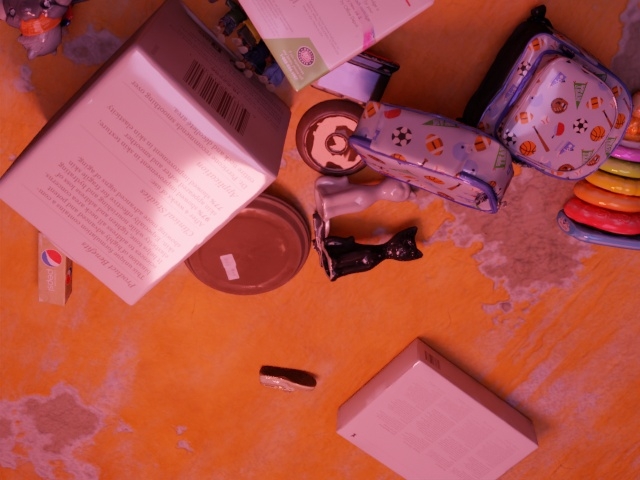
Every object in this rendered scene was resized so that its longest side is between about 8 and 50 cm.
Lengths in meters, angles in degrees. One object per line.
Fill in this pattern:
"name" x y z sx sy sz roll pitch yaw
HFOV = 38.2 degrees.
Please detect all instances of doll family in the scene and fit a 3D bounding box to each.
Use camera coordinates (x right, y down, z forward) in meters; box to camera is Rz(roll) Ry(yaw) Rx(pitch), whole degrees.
"doll family" -0.107 -0.368 1.714 0.076 0.111 0.193 2 136 45

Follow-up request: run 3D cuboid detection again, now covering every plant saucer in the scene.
"plant saucer" 0.033 -0.197 1.837 0.168 0.029 0.168 1 121 2
"plant saucer" -0.157 0.016 1.937 0.278 0.041 0.278 -3 129 -3

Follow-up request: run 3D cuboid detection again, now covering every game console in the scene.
"game console" 0.062 -0.312 1.740 0.144 0.124 0.085 18 93 -8

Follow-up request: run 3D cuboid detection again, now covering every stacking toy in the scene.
"stacking toy" 0.580 -0.142 1.783 0.166 0.175 0.302 9 109 -5

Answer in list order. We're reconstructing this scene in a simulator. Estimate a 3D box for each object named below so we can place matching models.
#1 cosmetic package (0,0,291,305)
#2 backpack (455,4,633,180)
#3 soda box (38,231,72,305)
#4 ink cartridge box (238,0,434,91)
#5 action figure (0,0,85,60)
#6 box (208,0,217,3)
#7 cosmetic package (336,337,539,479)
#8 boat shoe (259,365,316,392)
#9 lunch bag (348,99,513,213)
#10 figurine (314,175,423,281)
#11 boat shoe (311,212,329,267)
"cosmetic package" -0.312 -0.169 1.701 0.394 0.327 0.329 -38 111 21
"backpack" 0.434 -0.242 1.697 0.263 0.213 0.276 22 116 -22
"soda box" -0.572 0.050 1.995 0.061 0.058 0.181 9 119 -2
"ink cartridge box" 0.053 -0.437 1.597 0.353 0.119 0.207 -32 99 5
"action figure" -0.570 -0.471 1.633 0.341 0.178 0.330 -19 108 11
"box" -0.096 -0.599 1.415 0.395 0.212 0.293 -14 124 47
"cosmetic package" 0.269 0.435 2.148 0.377 0.097 0.284 37 114 -17
"boat shoe" -0.076 0.326 2.135 0.135 0.050 0.045 13 124 7
"lunch bag" 0.213 -0.147 1.709 0.303 0.243 0.115 24 84 17
"figurine" 0.103 -0.039 1.878 0.209 0.092 0.215 -11 111 -11
"boat shoe" 0.000 0.000 1.942 0.038 0.046 0.125 1 117 2
